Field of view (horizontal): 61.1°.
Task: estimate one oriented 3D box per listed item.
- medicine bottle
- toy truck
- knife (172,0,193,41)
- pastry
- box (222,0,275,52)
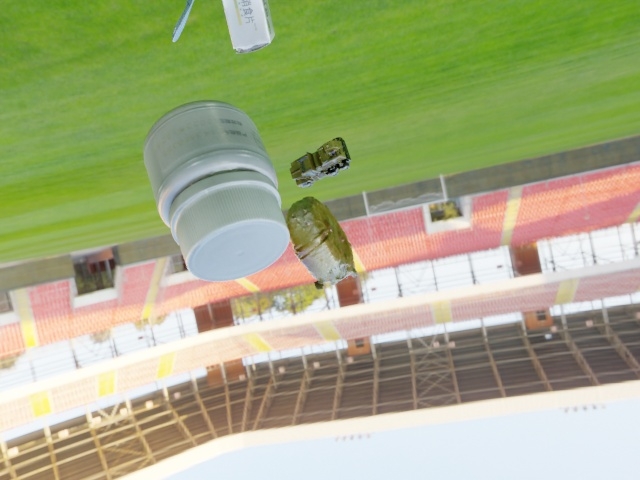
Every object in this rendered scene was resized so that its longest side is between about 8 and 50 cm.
[{"bbox_3d":[-0.204,-0.097,1.077,0.245,0.306,0.245,-18,150,-11],"label":"medicine bottle"},{"bbox_3d":[-0.012,-0.308,2.149,0.257,0.127,0.127,-23,168,34],"label":"toy truck"},{"bbox_3d":[-0.419,-0.770,1.744,0.019,0.044,0.313,-2,148,-41],"label":"knife"},{"bbox_3d":[0.000,0.000,1.874,0.136,0.330,0.329,-30,177,17],"label":"pastry"},{"bbox_3d":[-0.270,-0.860,1.937,0.145,0.333,0.173,-8,-151,7],"label":"box"}]
